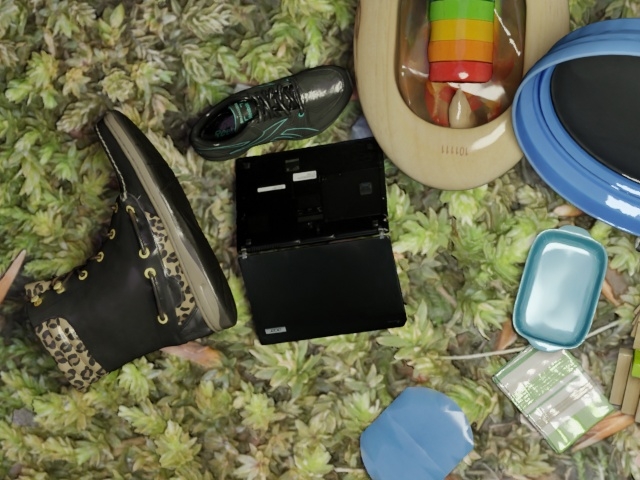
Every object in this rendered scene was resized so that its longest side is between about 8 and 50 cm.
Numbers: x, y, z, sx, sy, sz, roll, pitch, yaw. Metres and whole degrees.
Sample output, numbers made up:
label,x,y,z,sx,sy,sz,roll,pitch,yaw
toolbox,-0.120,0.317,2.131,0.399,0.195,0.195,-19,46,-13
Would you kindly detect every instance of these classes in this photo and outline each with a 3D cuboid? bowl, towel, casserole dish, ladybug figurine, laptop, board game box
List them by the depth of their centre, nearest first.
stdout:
label,x,y,z,sx,sy,sz,roll,pitch,yaw
bowl,0.441,-0.133,1.678,0.391,0.391,0.077,24,64,10
ladybug figurine,0.205,-0.294,1.884,0.305,0.162,0.449,6,91,10
casserole dish,0.348,0.072,1.905,0.114,0.037,0.188,15,84,10
towel,0.341,0.223,1.919,0.113,0.023,0.152,-41,82,8
board game box,0.143,0.302,1.952,0.133,0.033,0.169,44,91,13
laptop,0.000,0.000,1.993,0.234,0.136,0.264,-8,62,10

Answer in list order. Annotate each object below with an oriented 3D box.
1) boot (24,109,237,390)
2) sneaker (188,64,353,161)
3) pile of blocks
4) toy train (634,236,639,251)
label,x,y,z,sx,sy,sz,roll,pitch,yaw
boot,-0.325,0.021,1.995,0.284,0.138,0.377,-28,89,9
sneaker,-0.076,-0.189,1.964,0.267,0.106,0.101,-24,83,8
pile of blocks,0.517,0.123,1.786,0.149,0.112,0.362,33,115,1
toy train,0.544,0.016,1.860,0.184,0.080,0.105,25,87,8
